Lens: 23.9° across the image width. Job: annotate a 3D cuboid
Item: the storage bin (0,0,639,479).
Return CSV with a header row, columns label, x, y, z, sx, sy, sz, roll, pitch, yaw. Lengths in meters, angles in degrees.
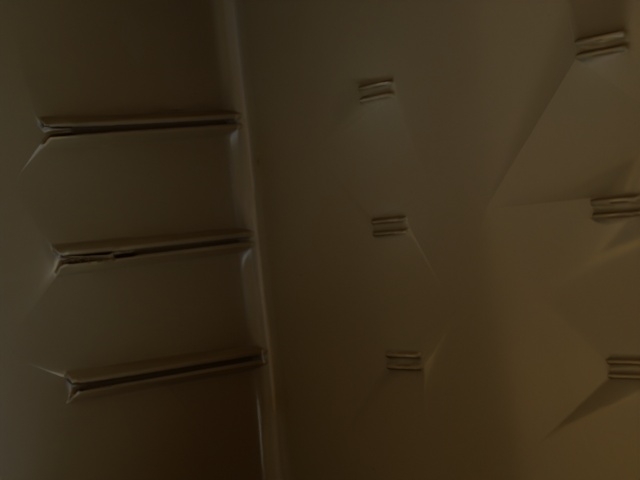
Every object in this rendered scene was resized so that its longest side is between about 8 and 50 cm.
label,x,y,z,sx,sy,sz,roll,pitch,yaw
storage bin,0.000,0.000,0.378,0.123,0.262,0.260,-6,-179,-34
